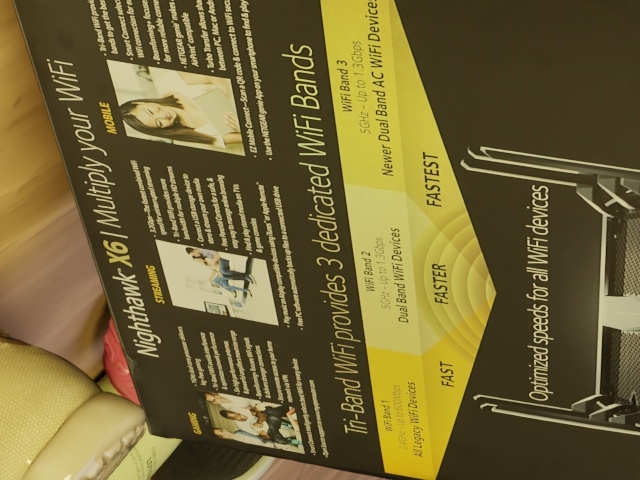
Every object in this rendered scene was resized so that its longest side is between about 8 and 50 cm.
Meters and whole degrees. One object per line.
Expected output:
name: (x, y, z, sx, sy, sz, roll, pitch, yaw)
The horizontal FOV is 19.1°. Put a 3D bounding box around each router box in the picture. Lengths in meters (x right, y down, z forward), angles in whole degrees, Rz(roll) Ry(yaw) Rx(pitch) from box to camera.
router box: (0.038, -0.019, 0.675, 0.309, 0.243, 0.081, 82, 21, -53)

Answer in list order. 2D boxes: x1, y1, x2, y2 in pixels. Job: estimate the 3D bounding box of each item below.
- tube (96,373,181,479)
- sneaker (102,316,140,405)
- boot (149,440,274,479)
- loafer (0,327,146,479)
tube: (-0.088, 0.083, 1.064, 0.070, 0.062, 0.240, -19, -159, 47)
sneaker: (0.000, 0.000, 1.052, 0.299, 0.121, 0.112, -38, -170, -29)
boot: (-0.121, 0.176, 1.150, 0.244, 0.088, 0.176, -42, 169, -40)
loafer: (-0.140, 0.088, 0.832, 0.102, 0.092, 0.268, -47, -179, -22)
